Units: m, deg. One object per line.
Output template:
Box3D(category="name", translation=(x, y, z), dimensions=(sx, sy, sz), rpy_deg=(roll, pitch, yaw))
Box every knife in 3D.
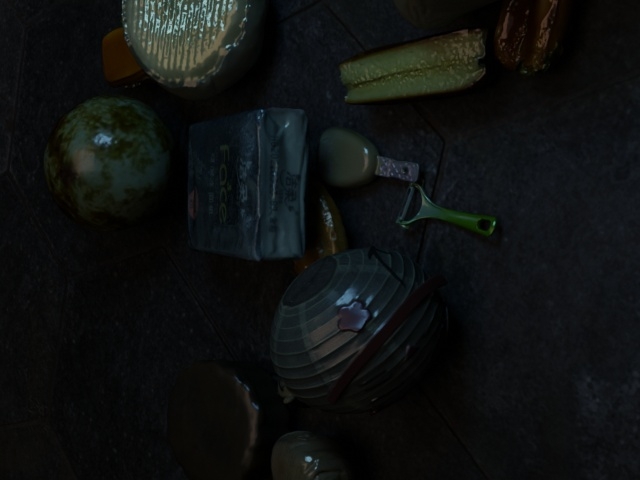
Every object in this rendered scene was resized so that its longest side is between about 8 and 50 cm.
Box3D(category="knife", translation=(0.185, -0.039, 1.314), dimensions=(0.166, 0.022, 0.078), rpy_deg=(18, 94, 39))

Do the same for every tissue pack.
Box3D(category="tissue pack", translation=(-0.123, -0.087, 1.473), dimensions=(0.315, 0.103, 0.228), rpy_deg=(4, 95, 63))

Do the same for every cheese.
Box3D(category="cheese", translation=(0.073, -0.117, 1.398), dimensions=(0.192, 0.037, 0.097), rpy_deg=(16, 104, 40))

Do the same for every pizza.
Box3D(category="pizza", translation=(0.001, 0.000, 1.450), dimensions=(0.127, 0.058, 0.246), rpy_deg=(-38, 67, 42))

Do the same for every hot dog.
Box3D(category="hot dog", translation=(0.285, -0.344, 1.177), dimensions=(0.115, 0.072, 0.269), rpy_deg=(21, 105, 38))

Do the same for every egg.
Box3D(category="egg", translation=(-0.383, -0.133, 1.669), dimensions=(0.289, 0.238, 0.238), rpy_deg=(-39, 66, 55))

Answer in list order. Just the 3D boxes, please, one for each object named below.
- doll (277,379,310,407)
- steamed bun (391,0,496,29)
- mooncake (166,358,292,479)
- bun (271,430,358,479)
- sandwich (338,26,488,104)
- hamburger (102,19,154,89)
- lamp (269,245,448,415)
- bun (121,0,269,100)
Box3D(category="doll", translation=(-0.005, 0.224, 1.457), dimensions=(0.179, 0.102, 0.089), rpy_deg=(-22, 117, 39))
Box3D(category="steamed bun", translation=(0.178, -0.435, 1.074), dimensions=(0.383, 0.236, 0.247), rpy_deg=(-27, 67, 41))
Box3D(category="mooncake", translation=(-0.149, 0.310, 1.562), dimensions=(0.228, 0.124, 0.228), rpy_deg=(-1, 88, 40))
Box3D(category="bun", translation=(-0.002, 0.377, 1.439), dimensions=(0.173, 0.113, 0.167), rpy_deg=(-53, 52, 57))
Box3D(category="sandwich", translation=(0.146, -0.242, 1.300), dimensions=(0.244, 0.088, 0.090), rpy_deg=(-4, 98, 38))
Box3D(category="hamburger", translation=(-0.331, -0.352, 1.707), dimensions=(0.166, 0.087, 0.137), rpy_deg=(-3, 89, 40))
Box3D(category="lamp", translation=(0.059, 0.130, 1.305), dimensions=(0.265, 0.233, 0.233), rpy_deg=(-47, 59, -1))
Box3D(category="bun", translation=(-0.200, -0.383, 1.555), dimensions=(0.287, 0.146, 0.287), rpy_deg=(0, 90, 27))
